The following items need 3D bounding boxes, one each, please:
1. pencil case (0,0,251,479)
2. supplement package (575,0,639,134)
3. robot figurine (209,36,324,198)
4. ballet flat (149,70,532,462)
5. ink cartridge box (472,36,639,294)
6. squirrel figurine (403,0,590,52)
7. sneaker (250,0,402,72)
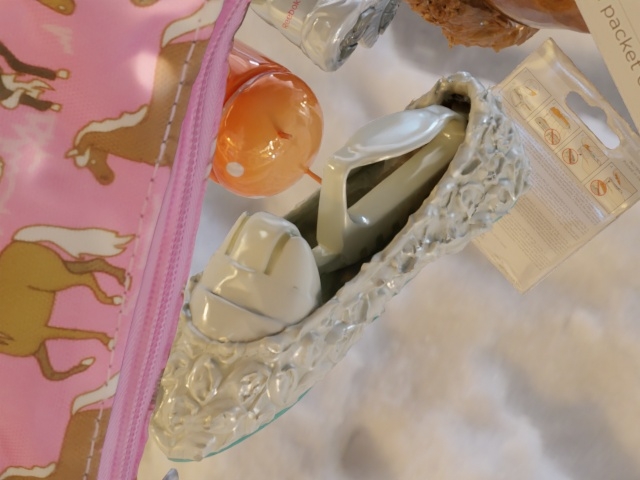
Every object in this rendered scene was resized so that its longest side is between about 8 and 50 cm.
[{"bbox_3d":[-0.113,-0.026,0.739,0.167,0.386,0.160,7,31,-13],"label":"pencil case"},{"bbox_3d":[0.212,-0.054,0.624,0.204,0.145,0.262,-15,77,-54],"label":"supplement package"},{"bbox_3d":[-0.087,-0.120,1.799,0.219,0.158,0.128,33,34,34],"label":"robot figurine"},{"bbox_3d":[0.000,0.000,1.524,0.147,0.147,0.409,43,64,15],"label":"ballet flat"},{"bbox_3d":[0.219,-0.076,1.923,0.181,0.225,0.056,48,35,1],"label":"ink cartridge box"},{"bbox_3d":[0.132,-0.370,2.007,0.370,0.397,0.281,22,61,-23],"label":"squirrel figurine"},{"bbox_3d":[0.006,-0.218,1.641,0.115,0.090,0.232,32,19,6],"label":"sneaker"}]
